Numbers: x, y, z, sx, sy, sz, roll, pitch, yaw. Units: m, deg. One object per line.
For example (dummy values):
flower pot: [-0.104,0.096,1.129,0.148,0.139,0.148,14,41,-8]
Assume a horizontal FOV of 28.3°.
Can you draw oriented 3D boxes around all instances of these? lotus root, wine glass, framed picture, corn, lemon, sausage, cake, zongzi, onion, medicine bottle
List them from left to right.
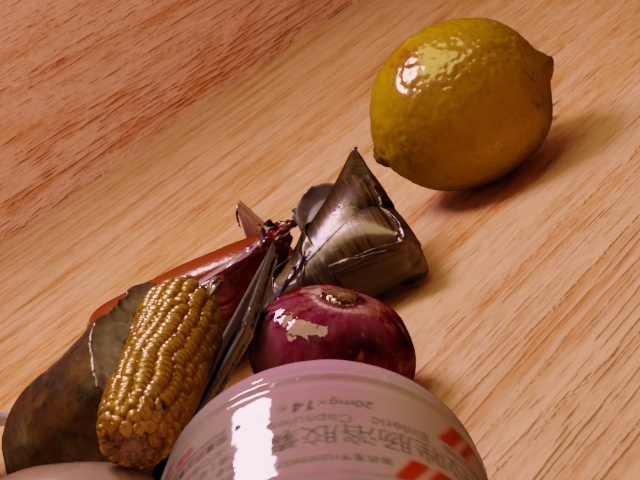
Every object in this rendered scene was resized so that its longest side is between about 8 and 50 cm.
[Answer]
lotus root: [-0.261,0.196,1.436,0.260,0.149,0.267,-46,8,26]
corn: [-0.154,0.128,1.264,0.106,0.106,0.293,-24,22,15]
sausage: [-0.200,0.081,1.911,0.348,0.094,0.097,-27,20,1]
framed picture: [-0.124,0.163,1.396,0.293,0.018,0.231,-61,5,21]
onion: [-0.124,0.084,1.700,0.283,0.120,0.227,-37,2,12]
cake: [-0.095,-0.014,1.982,0.065,0.121,0.052,-17,24,9]
zongzi: [0.000,0.000,1.670,0.221,0.112,0.242,-31,48,3]
onion: [0.013,0.122,1.327,0.177,0.154,0.177,-5,37,4]
medicine bottle: [0.009,0.246,0.806,0.241,0.241,0.302,-26,26,9]
wine glass: [0.023,-0.020,1.839,0.103,0.103,0.222,-29,15,-2]
lemon: [0.203,-0.194,1.826,0.267,0.267,0.267,-26,16,8]

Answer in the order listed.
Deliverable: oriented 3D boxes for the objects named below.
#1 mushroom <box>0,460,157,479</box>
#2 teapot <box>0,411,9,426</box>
mushroom: [-0.236,0.297,1.190,0.226,0.178,0.226,1,-9,0]
teapot: [-0.524,0.296,1.741,0.232,0.159,0.159,-36,15,12]
